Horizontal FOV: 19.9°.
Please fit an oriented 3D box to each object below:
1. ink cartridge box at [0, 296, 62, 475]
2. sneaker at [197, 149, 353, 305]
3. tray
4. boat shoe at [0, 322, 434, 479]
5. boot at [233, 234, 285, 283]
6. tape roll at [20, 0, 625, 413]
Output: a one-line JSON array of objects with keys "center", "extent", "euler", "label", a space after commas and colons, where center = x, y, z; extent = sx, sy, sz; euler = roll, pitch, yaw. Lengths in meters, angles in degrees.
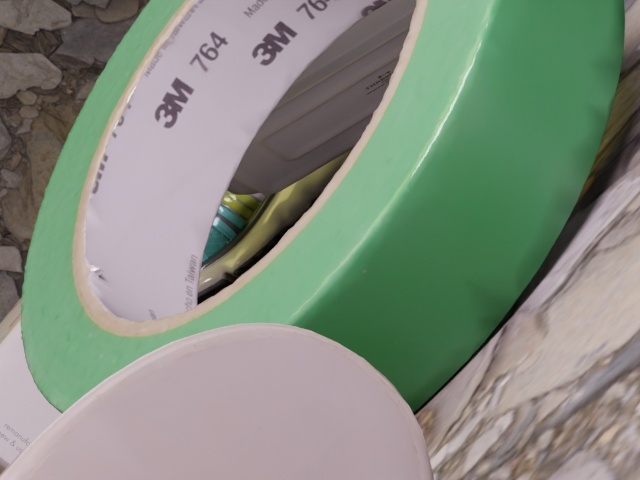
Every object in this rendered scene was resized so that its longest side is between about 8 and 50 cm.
[{"center": [-0.158, 0.053, 1.392], "extent": [0.353, 0.119, 0.207], "euler": [-53, 9, -28], "label": "ink cartridge box"}, {"center": [-0.050, -0.030, 1.190], "extent": [0.275, 0.110, 0.107], "euler": [-46, -16, -3], "label": "sneaker"}, {"center": [0.034, -0.100, 1.034], "extent": [0.270, 0.030, 0.145], "euler": [-30, -23, 16], "label": "tray"}, {"center": [-0.092, 0.174, 0.488], "extent": [0.340, 0.127, 0.158], "euler": [-54, 4, -39], "label": "boat shoe"}, {"center": [0.000, 0.000, 1.077], "extent": [0.099, 0.045, 0.121], "euler": [-47, 2, 28], "label": "boot"}, {"center": [-0.010, -0.046, 0.831], "extent": [0.321, 0.077, 0.321], "euler": [-36, 36, 32], "label": "tape roll"}]
